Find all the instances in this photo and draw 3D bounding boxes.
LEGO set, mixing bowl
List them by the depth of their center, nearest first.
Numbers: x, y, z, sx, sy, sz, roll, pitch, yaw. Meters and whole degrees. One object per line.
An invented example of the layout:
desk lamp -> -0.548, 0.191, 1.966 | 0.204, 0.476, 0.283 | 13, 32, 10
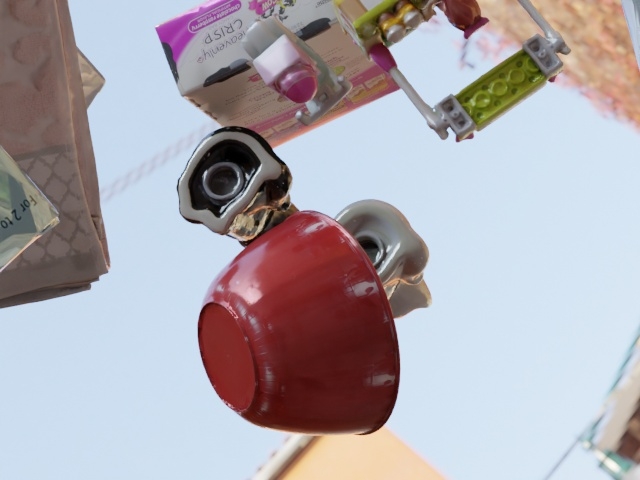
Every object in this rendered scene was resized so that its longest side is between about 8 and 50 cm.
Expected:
LEGO set -> 0.100, -0.152, 0.766 | 0.287, 0.107, 0.132 | -43, -22, 19
mixing bowl -> -0.031, 0.074, 1.115 | 0.098, 0.181, 0.181 | -15, -48, -31

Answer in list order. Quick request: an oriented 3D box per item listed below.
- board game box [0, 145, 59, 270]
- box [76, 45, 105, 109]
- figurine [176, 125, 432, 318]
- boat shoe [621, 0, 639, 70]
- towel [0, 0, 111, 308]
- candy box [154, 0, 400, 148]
board game box -> -0.218, -0.049, 0.308 | 0.142, 0.275, 0.144 | -29, 15, 38
box -> -0.318, -0.103, 1.298 | 0.119, 0.182, 0.181 | 50, -136, -30
figurine -> 0.000, 0.000, 1.277 | 0.092, 0.215, 0.209 | -61, -14, -5
boat shoe -> 0.284, -0.198, 1.222 | 0.076, 0.083, 0.226 | 66, -153, -56
towel -> -0.312, -0.084, 0.901 | 0.332, 0.053, 0.317 | -14, -72, -14
candy box -> -0.029, -0.160, 1.285 | 0.159, 0.071, 0.233 | -25, -13, 8
